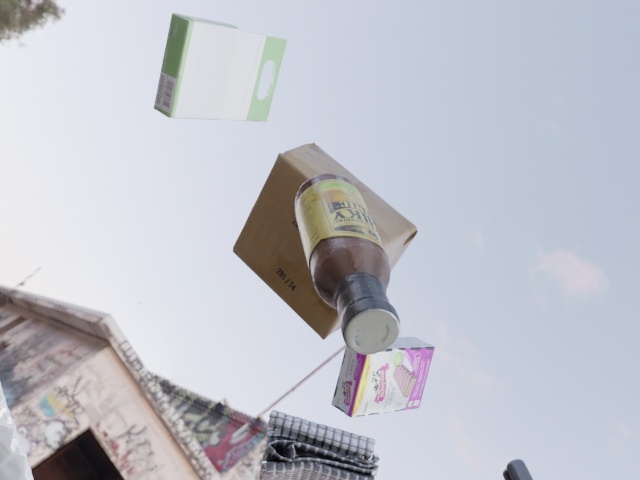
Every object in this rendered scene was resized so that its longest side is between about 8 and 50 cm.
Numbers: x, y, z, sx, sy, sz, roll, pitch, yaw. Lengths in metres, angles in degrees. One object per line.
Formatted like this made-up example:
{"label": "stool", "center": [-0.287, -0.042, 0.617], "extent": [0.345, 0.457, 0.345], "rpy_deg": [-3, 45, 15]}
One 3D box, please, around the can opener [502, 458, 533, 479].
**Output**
{"label": "can opener", "center": [0.467, 0.633, 1.479], "extent": [0.076, 0.095, 0.283], "rpy_deg": [94, -19, -46]}

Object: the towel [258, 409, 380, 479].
{"label": "towel", "center": [-0.011, 0.471, 1.389], "extent": [0.235, 0.121, 0.284], "rpy_deg": [15, -29, 2]}

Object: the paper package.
{"label": "paper package", "center": [0.000, 0.000, 1.513], "extent": [0.325, 0.168, 0.309], "rpy_deg": [41, -59, 18]}

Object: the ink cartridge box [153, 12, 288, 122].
{"label": "ink cartridge box", "center": [-0.176, -0.304, 1.207], "extent": [0.056, 0.235, 0.171], "rpy_deg": [31, -65, 33]}

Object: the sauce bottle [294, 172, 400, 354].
{"label": "sauce bottle", "center": [0.036, 0.023, 0.923], "extent": [0.344, 0.111, 0.111], "rpy_deg": [-109, -172, -57]}

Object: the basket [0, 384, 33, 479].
{"label": "basket", "center": [-0.800, 0.504, 1.345], "extent": [0.328, 0.266, 0.331], "rpy_deg": [-52, 126, -80]}

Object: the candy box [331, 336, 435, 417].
{"label": "candy box", "center": [0.146, 0.305, 1.507], "extent": [0.071, 0.233, 0.159], "rpy_deg": [22, -78, 47]}
